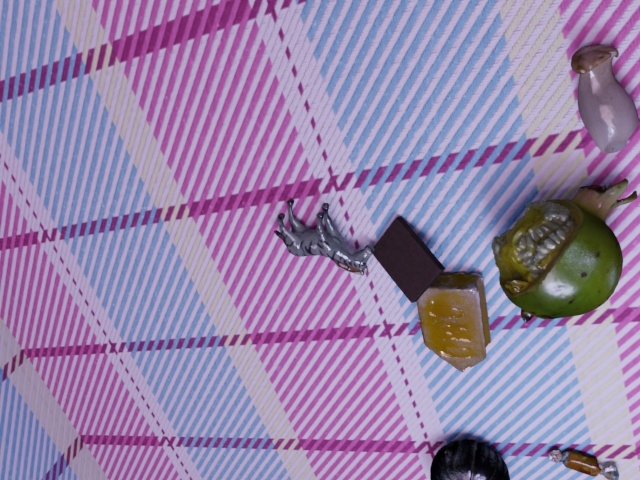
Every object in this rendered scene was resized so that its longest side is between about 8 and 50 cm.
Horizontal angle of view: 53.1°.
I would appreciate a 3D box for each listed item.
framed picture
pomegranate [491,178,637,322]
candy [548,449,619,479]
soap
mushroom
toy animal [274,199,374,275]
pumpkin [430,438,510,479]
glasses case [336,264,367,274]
[{"bbox_3d":[0.205,0.046,1.531,0.168,0.023,0.127,53,132,23],"label":"framed picture"},{"bbox_3d":[0.504,0.013,1.309,0.260,0.260,0.340,39,103,-4],"label":"pomegranate"},{"bbox_3d":[0.706,0.597,1.714,0.182,0.046,0.053,17,129,18],"label":"candy"},{"bbox_3d":[0.333,0.204,1.592,0.161,0.080,0.257,0,120,27],"label":"soap"},{"bbox_3d":[0.535,-0.264,1.203,0.097,0.088,0.212,-17,107,20],"label":"mushroom"},{"bbox_3d":[0.004,-0.013,1.578,0.255,0.090,0.169,21,132,20],"label":"toy animal"},{"bbox_3d":[0.420,0.666,1.805,0.221,0.162,0.220,8,120,13],"label":"pumpkin"},{"bbox_3d":[0.080,0.065,1.645,0.083,0.021,0.032,16,119,13],"label":"glasses case"}]
